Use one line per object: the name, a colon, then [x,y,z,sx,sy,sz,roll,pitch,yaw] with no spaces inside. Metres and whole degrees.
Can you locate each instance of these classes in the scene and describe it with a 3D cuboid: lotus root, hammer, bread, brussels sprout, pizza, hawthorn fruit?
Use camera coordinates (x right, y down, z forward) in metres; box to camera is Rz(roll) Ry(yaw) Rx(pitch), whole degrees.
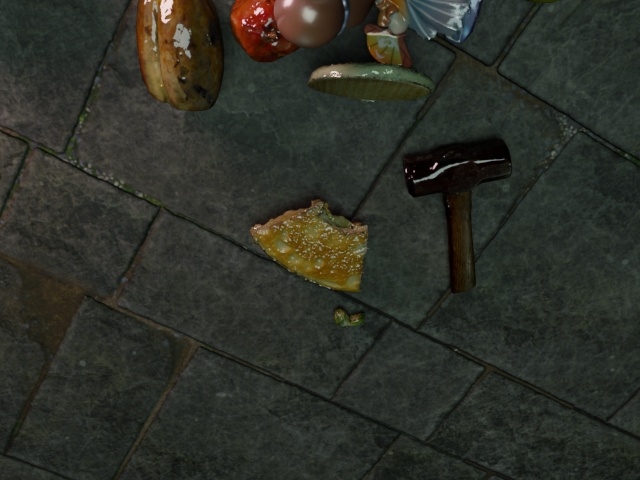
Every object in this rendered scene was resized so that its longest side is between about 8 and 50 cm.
lotus root: [-0.286,-0.405,1.399,0.193,0.193,0.291,0,119,-1]
hammer: [0.341,-0.037,1.653,0.242,0.095,0.409,-9,120,4]
bread: [0.104,-0.327,1.410,0.267,0.267,0.040,4,92,-3]
brussels sprout: [0.075,0.207,1.805,0.083,0.046,0.051,11,124,-7]
pizza: [0.000,0.000,1.670,0.323,0.089,0.223,28,121,-17]
hawthorn fruit: [-0.106,-0.445,1.382,0.173,0.179,0.173,19,137,19]

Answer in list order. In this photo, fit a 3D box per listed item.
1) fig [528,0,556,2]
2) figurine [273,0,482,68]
fig: [0.454,-0.547,1.362,0.136,0.121,0.153,31,137,-21]
figurine: [0.107,-0.480,1.288,0.388,0.248,0.277,6,100,-11]
